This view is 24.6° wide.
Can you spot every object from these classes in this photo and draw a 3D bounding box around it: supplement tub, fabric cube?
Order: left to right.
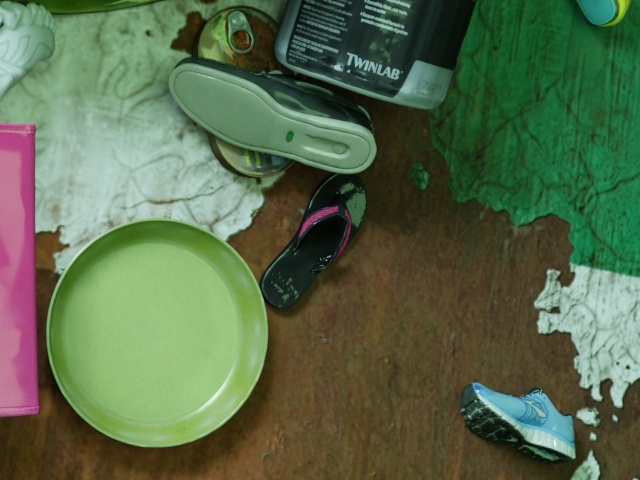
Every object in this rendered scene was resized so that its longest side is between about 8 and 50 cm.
[{"bbox_3d":[-0.406,0.035,1.340,0.254,0.259,0.258,-1,85,-22],"label":"fabric cube"},{"bbox_3d":[0.083,-0.310,1.536,0.194,0.193,0.316,15,99,-21],"label":"supplement tub"}]

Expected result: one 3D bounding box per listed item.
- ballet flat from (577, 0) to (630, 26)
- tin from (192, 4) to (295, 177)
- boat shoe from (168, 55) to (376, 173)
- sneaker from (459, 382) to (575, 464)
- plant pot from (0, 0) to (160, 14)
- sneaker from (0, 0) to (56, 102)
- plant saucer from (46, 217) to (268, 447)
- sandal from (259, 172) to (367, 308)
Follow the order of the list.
[{"bbox_3d":[0.313,-0.369,1.770,0.077,0.077,0.231,-36,103,-42],"label":"ballet flat"},{"bbox_3d":[-0.081,-0.161,1.606,0.106,0.040,0.189,-12,92,-27],"label":"tin"},{"bbox_3d":[-0.051,-0.143,1.570,0.233,0.084,0.079,19,42,-14],"label":"boat shoe"},{"bbox_3d":[0.231,0.202,1.712,0.162,0.063,0.073,29,59,-23],"label":"sneaker"},{"bbox_3d":[-0.206,-0.456,1.425,0.366,0.366,0.353,-13,81,-23],"label":"plant pot"},{"bbox_3d":[-0.330,-0.168,1.390,0.110,0.292,0.118,-7,97,14],"label":"sneaker"},{"bbox_3d":[-0.174,0.097,1.551,0.241,0.037,0.241,2,86,-22],"label":"plant saucer"},{"bbox_3d":[0.000,0.000,1.627,0.067,0.040,0.179,39,74,-16],"label":"sandal"}]
